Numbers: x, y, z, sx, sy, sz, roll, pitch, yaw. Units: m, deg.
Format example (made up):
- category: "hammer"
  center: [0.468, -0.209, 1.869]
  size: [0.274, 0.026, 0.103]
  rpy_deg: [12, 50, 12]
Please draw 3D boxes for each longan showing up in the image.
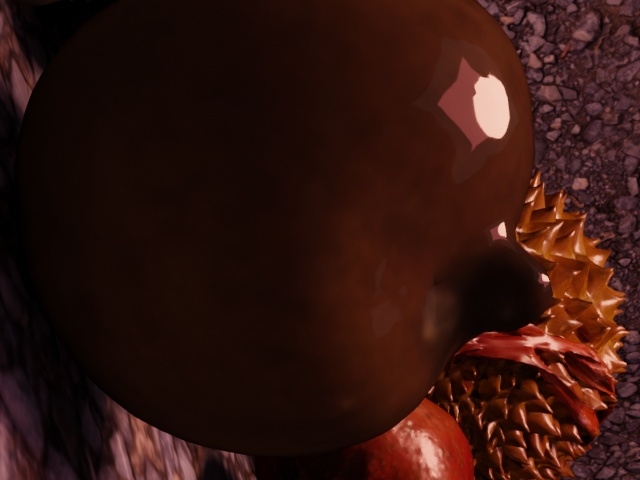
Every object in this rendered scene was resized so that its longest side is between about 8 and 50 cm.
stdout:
- category: "longan"
  center: [-0.015, -0.024, 0.786]
  size: [0.243, 0.300, 0.300]
  rpy_deg: [76, -1, -75]

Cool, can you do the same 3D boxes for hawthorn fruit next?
- category: "hawthorn fruit"
  center: [0.041, 0.176, 1.062]
  size: [0.194, 0.157, 0.157]
  rpy_deg: [3, 69, -68]

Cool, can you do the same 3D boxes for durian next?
- category: "durian"
  center: [0.102, 0.085, 1.295]
  size: [0.347, 0.347, 0.384]
  rpy_deg: [26, 50, -81]

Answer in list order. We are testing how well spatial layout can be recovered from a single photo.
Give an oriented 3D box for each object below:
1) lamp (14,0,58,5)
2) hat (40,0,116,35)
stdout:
- category: "lamp"
  center: [-0.096, -0.293, 0.895]
  size: [0.047, 0.269, 0.266]
  rpy_deg: [79, -4, -73]
- category: "hat"
  center: [-0.079, -0.209, 1.046]
  size: [0.336, 0.238, 0.209]
  rpy_deg: [65, 2, 41]
